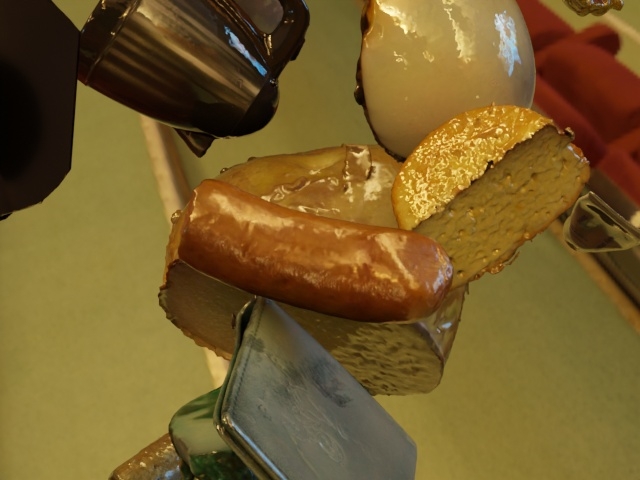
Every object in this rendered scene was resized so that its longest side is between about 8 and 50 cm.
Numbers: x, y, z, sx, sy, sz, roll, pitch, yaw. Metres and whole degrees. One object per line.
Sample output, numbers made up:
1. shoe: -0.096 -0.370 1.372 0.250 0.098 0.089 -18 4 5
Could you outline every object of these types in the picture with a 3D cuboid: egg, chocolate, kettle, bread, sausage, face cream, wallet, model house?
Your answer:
1. egg: 0.174 -0.231 1.358 0.174 0.287 0.264 7 6 35
2. chocolate: -0.329 -0.112 1.017 0.206 0.224 0.177 4 -5 -13
3. kettle: -0.167 -0.256 1.516 0.251 0.271 0.207 -59 11 -16
4. bread: 0.174 -0.063 1.258 0.229 0.143 0.139 -38 46 6
5. sausage: -0.005 0.019 1.102 0.270 0.109 0.109 14 41 8
6. face cream: 0.432 -0.024 1.741 0.070 0.114 0.224 -52 -2 -3
7. wallet: -0.002 0.193 1.069 0.054 0.251 0.290 -39 12 17
8. model house: -0.039 0.361 1.478 0.251 0.329 0.295 -18 8 -18

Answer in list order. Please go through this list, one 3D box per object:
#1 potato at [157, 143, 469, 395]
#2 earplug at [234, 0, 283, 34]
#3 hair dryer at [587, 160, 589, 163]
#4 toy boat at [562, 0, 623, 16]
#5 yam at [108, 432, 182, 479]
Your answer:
1. potato: 0.000 0.000 1.584 0.442 0.385 0.320 2 57 28
2. earplug: -0.168 -0.480 1.699 0.312 0.394 0.313 1 27 -1
3. hair dryer: 0.367 -0.103 1.716 0.083 0.026 0.047 -43 63 -13
4. toy boat: 0.332 -0.362 1.387 0.099 0.318 0.141 20 85 16
5. yam: -0.221 0.339 1.759 0.093 0.093 0.259 11 28 37
